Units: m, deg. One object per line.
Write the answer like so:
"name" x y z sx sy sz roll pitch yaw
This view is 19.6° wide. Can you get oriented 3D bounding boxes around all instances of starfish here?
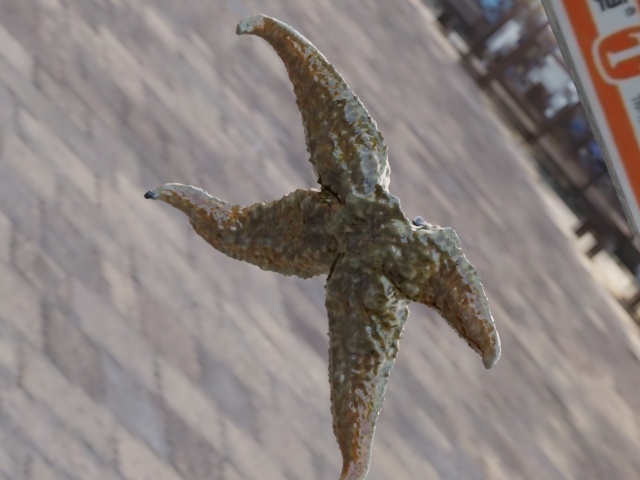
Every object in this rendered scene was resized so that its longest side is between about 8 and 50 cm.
"starfish" 0.000 0.001 1.030 0.247 0.138 0.050 57 22 16

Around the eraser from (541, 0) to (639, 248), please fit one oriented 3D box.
"eraser" 0.169 -0.091 0.478 0.038 0.230 0.157 -97 163 -50
